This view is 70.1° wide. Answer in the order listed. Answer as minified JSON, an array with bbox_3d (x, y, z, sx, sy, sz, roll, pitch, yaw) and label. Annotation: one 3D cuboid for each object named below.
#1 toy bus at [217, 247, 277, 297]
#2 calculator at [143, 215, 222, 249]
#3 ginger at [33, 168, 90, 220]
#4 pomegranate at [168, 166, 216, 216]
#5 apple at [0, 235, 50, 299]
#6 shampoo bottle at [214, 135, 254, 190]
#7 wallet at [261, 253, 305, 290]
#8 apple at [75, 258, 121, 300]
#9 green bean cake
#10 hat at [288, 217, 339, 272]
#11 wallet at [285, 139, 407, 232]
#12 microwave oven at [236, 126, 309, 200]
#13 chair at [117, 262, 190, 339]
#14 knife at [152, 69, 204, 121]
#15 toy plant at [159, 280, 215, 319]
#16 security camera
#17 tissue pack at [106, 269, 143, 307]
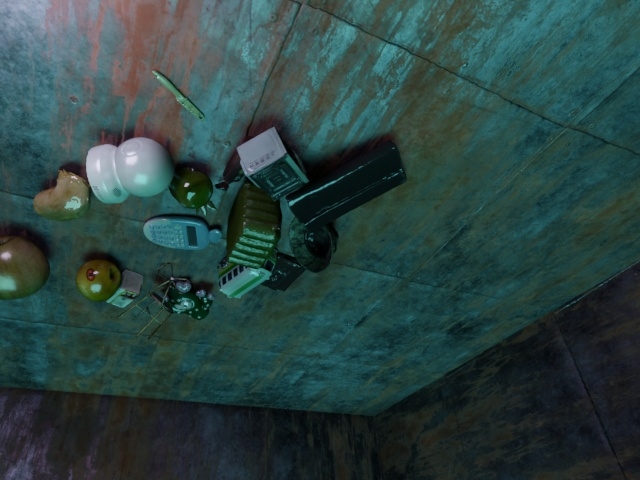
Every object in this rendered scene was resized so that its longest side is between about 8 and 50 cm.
[{"bbox_3d":[-0.312,0.126,1.941,0.134,0.164,0.276,27,133,-36],"label":"toy bus"},{"bbox_3d":[-0.545,-0.029,1.814,0.303,0.042,0.188,3,141,-9],"label":"calculator"},{"bbox_3d":[-0.875,-0.138,1.564,0.267,0.152,0.138,-31,165,23],"label":"ginger"},{"bbox_3d":[-0.429,-0.165,1.569,0.131,0.152,0.191,-46,144,-10],"label":"pomegranate"},{"bbox_3d":[-1.198,0.099,1.761,0.257,0.256,0.233,-3,112,-3],"label":"apple"},{"bbox_3d":[-0.281,-0.249,1.533,0.068,0.067,0.236,18,138,-27],"label":"shampoo bottle"},{"bbox_3d":[-0.182,0.147,2.079,0.182,0.049,0.229,23,133,-27],"label":"wallet"},{"bbox_3d":[-0.930,0.164,1.921,0.155,0.182,0.182,-20,141,7],"label":"apple"},{"bbox_3d":[-0.241,-0.054,1.641,0.157,0.249,0.247,14,138,-21],"label":"green bean cake"},{"bbox_3d":[0.000,0.000,1.819,0.128,0.265,0.265,-16,156,-41],"label":"hat"},{"bbox_3d":[0.096,-0.177,1.581,0.406,0.062,0.228,-28,145,6],"label":"wallet"},{"bbox_3d":[-0.148,-0.235,1.453,0.162,0.122,0.208,-29,157,8],"label":"microwave oven"},{"bbox_3d":[-0.715,0.276,2.029,0.325,0.160,0.170,-47,165,-8],"label":"chair"},{"bbox_3d":[-0.414,-0.421,1.338,0.030,0.014,0.207,-25,139,22],"label":"knife"},{"bbox_3d":[-0.627,0.281,2.148,0.243,0.112,0.232,28,128,-20],"label":"toy plant"},{"bbox_3d":[-0.584,-0.222,1.442,0.237,0.194,0.194,-9,142,2],"label":"security camera"},{"bbox_3d":[-0.877,0.218,2.049,0.149,0.106,0.099,-33,134,32],"label":"tissue pack"}]
